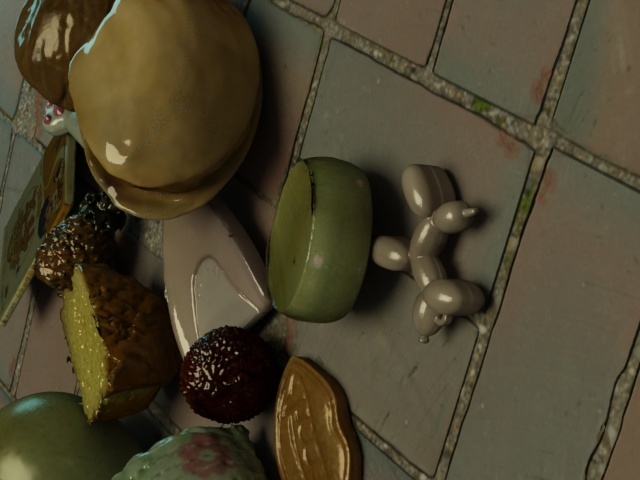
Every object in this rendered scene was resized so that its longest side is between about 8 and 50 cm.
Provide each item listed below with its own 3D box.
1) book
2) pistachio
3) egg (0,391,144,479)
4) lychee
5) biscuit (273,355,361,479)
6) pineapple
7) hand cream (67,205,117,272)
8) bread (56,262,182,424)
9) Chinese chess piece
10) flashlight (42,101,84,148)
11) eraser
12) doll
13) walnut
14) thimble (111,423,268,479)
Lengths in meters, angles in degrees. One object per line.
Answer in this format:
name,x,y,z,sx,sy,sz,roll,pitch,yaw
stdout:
book,-0.438,-0.033,2.402,0.295,0.020,0.208,-54,30,38
pistachio,-0.193,-0.183,1.941,0.229,0.238,0.321,77,-163,-60
egg,-0.335,0.335,2.099,0.295,0.218,0.218,40,124,14
lychee,-0.115,0.163,1.895,0.129,0.123,0.123,18,102,51
biscuit,-0.008,0.239,1.814,0.142,0.029,0.220,-41,56,46
pineapple,-0.321,-0.017,2.186,0.197,0.108,0.108,-57,41,7
hand cream,-0.311,0.077,2.250,0.079,0.050,0.275,108,145,-64
bread,-0.268,0.138,2.095,0.143,0.139,0.229,-57,40,35
Chinese chess piece,0.000,0.000,1.740,0.188,0.083,0.188,-171,90,-75
flashlight,-0.347,-0.171,2.290,0.093,0.047,0.200,-48,44,-3
eraser,-0.139,0.020,1.989,0.204,0.059,0.243,-43,57,45
doll,0.118,0.019,1.628,0.160,0.059,0.161,50,126,45
walnut,-0.326,-0.284,2.173,0.213,0.213,0.213,-6,83,54
thimble,-0.151,0.329,1.889,0.211,0.185,0.149,-41,52,10
